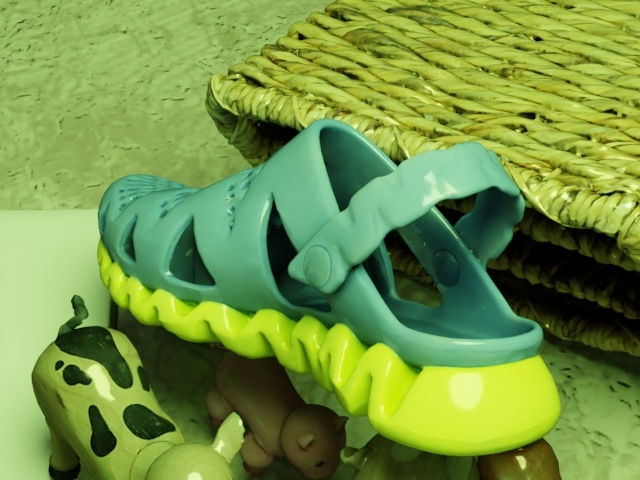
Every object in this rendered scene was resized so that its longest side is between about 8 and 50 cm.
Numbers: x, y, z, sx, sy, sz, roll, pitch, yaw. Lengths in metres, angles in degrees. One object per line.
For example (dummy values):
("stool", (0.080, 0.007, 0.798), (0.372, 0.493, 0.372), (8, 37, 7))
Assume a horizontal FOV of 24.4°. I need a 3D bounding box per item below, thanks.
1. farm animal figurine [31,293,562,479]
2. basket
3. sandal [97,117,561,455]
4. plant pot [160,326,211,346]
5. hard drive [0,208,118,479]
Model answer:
("farm animal figurine", (0.004, 0.165, 0.766), (0.330, 0.172, 0.326), (7, 53, -7))
("basket", (0.108, -0.023, 0.900), (0.299, 0.213, 0.223), (20, 43, 30))
("sandal", (0.000, 0.000, 0.776), (0.317, 0.138, 0.126), (16, 16, 42))
("plant pot", (-0.072, 0.022, 0.969), (0.083, 0.081, 0.081), (-5, 51, 10))
("hard drive", (-0.309, 0.081, 0.938), (0.353, 0.047, 0.233), (-1, 52, -1))
